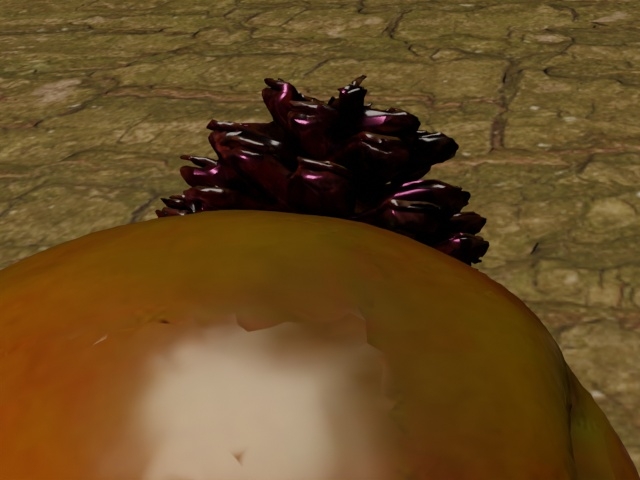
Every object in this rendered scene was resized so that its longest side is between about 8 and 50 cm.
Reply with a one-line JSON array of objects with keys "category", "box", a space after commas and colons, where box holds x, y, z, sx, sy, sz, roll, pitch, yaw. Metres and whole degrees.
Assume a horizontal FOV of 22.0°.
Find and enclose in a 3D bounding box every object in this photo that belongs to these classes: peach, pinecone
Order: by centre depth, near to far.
[{"category": "peach", "box": [-0.049, 0.139, 0.534, 0.332, 0.307, 0.308, -13, 17, 17]}, {"category": "pinecone", "box": [0.000, 0.000, 1.005, 0.222, 0.221, 0.221, -2, 20, 1]}]
